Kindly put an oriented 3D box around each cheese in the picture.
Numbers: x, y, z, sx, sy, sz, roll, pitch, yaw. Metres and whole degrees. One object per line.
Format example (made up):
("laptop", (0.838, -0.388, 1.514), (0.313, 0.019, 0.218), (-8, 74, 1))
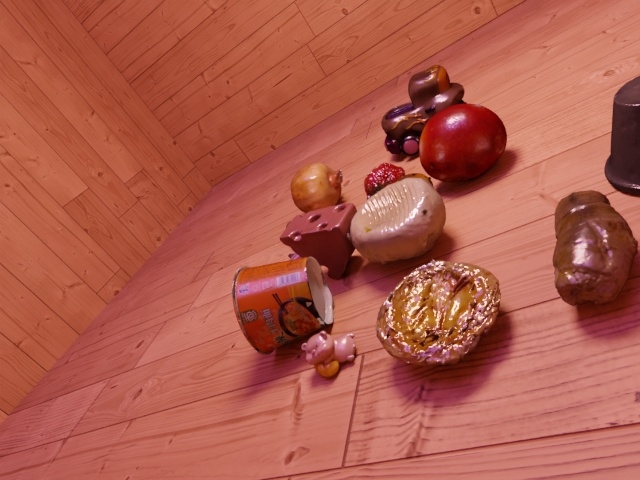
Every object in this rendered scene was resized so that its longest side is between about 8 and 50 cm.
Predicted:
("cheese", (0.024, 0.014, 1.254), (0.203, 0.177, 0.128), (-11, 32, 34))

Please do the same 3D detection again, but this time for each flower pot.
("flower pot", (0.653, -0.224, 0.833), (0.269, 0.166, 0.269), (-32, 21, 14))

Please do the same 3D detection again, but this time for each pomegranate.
("pomegranate", (-0.016, -0.194, 1.732), (0.207, 0.207, 0.207), (-30, 22, 14))

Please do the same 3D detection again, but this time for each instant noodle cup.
("instant noodle cup", (-0.081, 0.146, 1.112), (0.182, 0.230, 0.230), (-20, 25, 14))

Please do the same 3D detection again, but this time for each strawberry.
("strawberry", (0.218, -0.217, 1.566), (0.192, 0.085, 0.140), (-37, 20, -6))

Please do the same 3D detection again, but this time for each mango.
("mango", (0.254, -0.140, 1.355), (0.178, 0.090, 0.115), (-27, 29, 41))

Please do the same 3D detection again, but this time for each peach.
("peach", (0.393, -0.270, 1.261), (0.244, 0.199, 0.243), (-31, 32, 22))

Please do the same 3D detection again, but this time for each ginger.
("ginger", (0.450, 0.005, 0.749), (0.109, 0.116, 0.263), (19, 39, 14))

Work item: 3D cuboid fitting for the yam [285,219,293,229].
("yam", (-0.045, -0.012, 1.537), (0.081, 0.081, 0.357), (-39, 20, -6))

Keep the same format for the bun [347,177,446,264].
("bun", (0.201, -0.039, 1.130), (0.259, 0.160, 0.259), (-32, 31, 22))

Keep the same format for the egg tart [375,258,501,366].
("egg tart", (0.220, 0.140, 0.831), (0.232, 0.098, 0.252), (-13, 34, 32))

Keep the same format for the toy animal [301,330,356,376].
("toy animal", (0.014, 0.233, 0.953), (0.114, 0.082, 0.091), (-26, 25, 22))

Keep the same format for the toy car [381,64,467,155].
("toy car", (0.368, -0.484, 1.675), (0.341, 0.240, 0.271), (-22, 24, 25))

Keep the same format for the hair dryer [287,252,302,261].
("hair dryer", (-0.087, 0.067, 1.506), (0.106, 0.054, 0.154), (-41, 12, -1))
